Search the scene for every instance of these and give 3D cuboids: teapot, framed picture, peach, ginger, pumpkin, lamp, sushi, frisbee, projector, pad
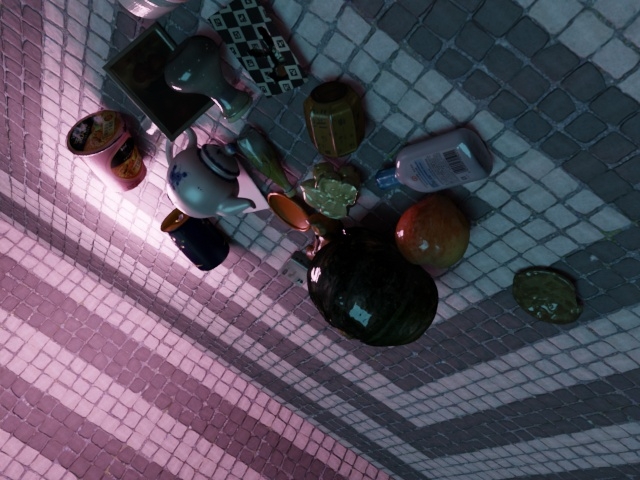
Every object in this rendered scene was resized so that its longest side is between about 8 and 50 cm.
[{"bbox_3d":[-0.320,-0.461,1.701,0.184,0.183,0.251,-10,138,44],"label":"teapot"},{"bbox_3d":[-0.475,-0.473,1.767,0.289,0.211,0.020,50,169,-25],"label":"framed picture"},{"bbox_3d":[0.337,-0.033,1.733,0.233,0.232,0.232,20,144,15],"label":"peach"},{"bbox_3d":[0.014,-0.003,2.060,0.133,0.107,0.309,-3,149,-2],"label":"ginger"},{"bbox_3d":[0.164,0.163,1.896,0.455,0.343,0.454,34,-175,-3],"label":"pumpkin"},{"bbox_3d":[0.039,-0.329,1.601,0.161,0.161,0.185,15,142,22],"label":"lamp"},{"bbox_3d":[-0.153,-0.530,1.586,0.193,0.043,0.279,-10,129,44],"label":"sushi"},{"bbox_3d":[-0.105,-0.108,2.078,0.192,0.035,0.192,32,155,17],"label":"frisbee"},{"bbox_3d":[-0.087,0.111,2.322,0.115,0.061,0.147,36,145,-4],"label":"projector"},{"bbox_3d":[-0.379,-0.224,1.985,0.280,0.252,0.424,-47,74,19],"label":"teapot"},{"bbox_3d":[-0.293,-0.198,2.122,0.157,0.004,0.232,-8,125,43],"label":"pad"}]

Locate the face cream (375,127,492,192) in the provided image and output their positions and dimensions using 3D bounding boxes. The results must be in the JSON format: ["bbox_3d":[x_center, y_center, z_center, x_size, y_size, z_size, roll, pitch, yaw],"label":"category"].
[{"bbox_3d":[0.298,-0.204,1.624,0.337,0.080,0.163,-13,127,45],"label":"face cream"}]

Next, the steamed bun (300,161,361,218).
[{"bbox_3d":[0.036,-0.170,1.847,0.193,0.106,0.177,19,140,3],"label":"steamed bun"}]

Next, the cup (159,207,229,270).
[{"bbox_3d":[-0.511,-0.032,2.421,0.179,0.255,0.256,-29,124,10],"label":"cup"}]

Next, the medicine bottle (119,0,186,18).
[{"bbox_3d":[-0.335,-0.686,1.381,0.372,0.211,0.211,-10,128,44],"label":"medicine bottle"}]

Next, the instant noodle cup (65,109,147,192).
[{"bbox_3d":[-0.780,-0.320,2.189,0.244,0.243,0.255,14,150,24],"label":"instant noodle cup"}]

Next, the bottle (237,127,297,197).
[{"bbox_3d":[-0.166,-0.247,1.916,0.083,0.083,0.269,-10,130,44],"label":"bottle"}]

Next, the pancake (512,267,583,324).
[{"bbox_3d":[0.705,0.172,1.824,0.236,0.042,0.223,46,147,-16],"label":"pancake"}]

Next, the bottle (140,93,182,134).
[{"bbox_3d":[-0.507,-0.441,1.929,0.082,0.082,0.286,44,143,-18],"label":"bottle"}]
